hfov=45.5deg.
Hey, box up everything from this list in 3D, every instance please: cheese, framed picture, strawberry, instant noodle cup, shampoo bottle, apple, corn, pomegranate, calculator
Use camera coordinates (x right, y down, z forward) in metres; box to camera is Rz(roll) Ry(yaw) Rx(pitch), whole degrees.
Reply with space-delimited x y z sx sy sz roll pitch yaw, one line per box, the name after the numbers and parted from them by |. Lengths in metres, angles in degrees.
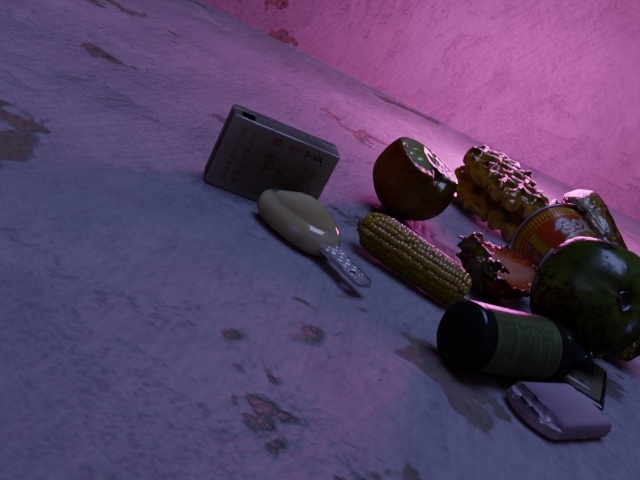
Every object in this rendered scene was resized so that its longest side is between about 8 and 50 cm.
0.000 0.000 1.222 0.127 0.054 0.251 4 29 -42 | cheese
0.396 0.197 1.291 0.195 0.010 0.199 31 19 15 | framed picture
0.346 0.073 1.455 0.208 0.087 0.167 25 26 -34 | strawberry
0.541 0.051 1.635 0.193 0.193 0.212 16 30 -30 | instant noodle cup
0.304 0.158 1.133 0.284 0.101 0.101 14 23 -33 | shampoo bottle
0.200 -0.124 1.641 0.195 0.160 0.173 2 27 -48 | apple
0.157 0.030 1.309 0.238 0.080 0.080 36 21 20 | corn
0.452 0.103 1.341 0.214 0.214 0.248 21 -16 -16 | pomegranate
0.337 0.238 1.072 0.175 0.032 0.100 11 25 -40 | calculator

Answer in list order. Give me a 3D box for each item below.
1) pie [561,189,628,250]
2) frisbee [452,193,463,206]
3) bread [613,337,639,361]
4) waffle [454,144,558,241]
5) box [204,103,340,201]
0.735 0.001 1.966 0.315 0.092 0.315 49 22 -28 | pie
0.393 -0.107 2.080 0.110 0.014 0.110 23 20 -9 | frisbee
0.547 0.112 1.456 0.222 0.181 0.096 35 10 24 | bread
0.487 -0.122 2.016 0.261 0.151 0.324 22 23 -29 | waffle
-0.085 -0.134 1.325 0.201 0.141 0.058 19 25 -18 | box
